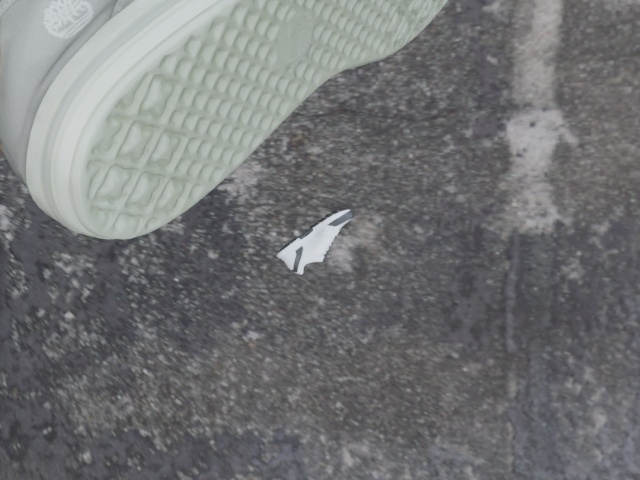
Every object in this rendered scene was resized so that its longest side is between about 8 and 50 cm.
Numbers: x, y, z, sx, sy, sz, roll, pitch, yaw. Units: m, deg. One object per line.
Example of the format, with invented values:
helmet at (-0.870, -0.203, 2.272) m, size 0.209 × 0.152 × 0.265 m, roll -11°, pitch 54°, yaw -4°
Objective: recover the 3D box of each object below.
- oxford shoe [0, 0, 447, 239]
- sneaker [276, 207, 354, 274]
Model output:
oxford shoe at (-0.025, -0.168, 0.604) m, size 0.449 × 0.130 × 0.169 m, roll -42°, pitch 149°, yaw -35°
sneaker at (0.000, 0.000, 1.233) m, size 0.109 × 0.040 × 0.044 m, roll -37°, pitch 94°, yaw 3°
